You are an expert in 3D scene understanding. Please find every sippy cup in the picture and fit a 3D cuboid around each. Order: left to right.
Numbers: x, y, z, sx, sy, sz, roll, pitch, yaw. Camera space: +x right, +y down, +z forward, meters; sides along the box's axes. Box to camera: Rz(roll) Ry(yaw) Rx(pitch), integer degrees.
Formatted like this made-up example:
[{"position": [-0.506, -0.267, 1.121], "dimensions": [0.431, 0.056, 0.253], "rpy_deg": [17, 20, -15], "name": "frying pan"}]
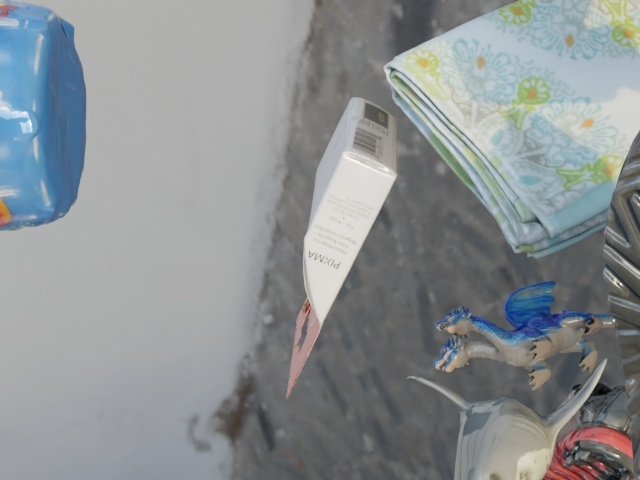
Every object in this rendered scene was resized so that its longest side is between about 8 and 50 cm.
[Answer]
[{"position": [-0.303, -0.096, 1.000], "dimensions": [0.240, 0.224, 0.305], "rpy_deg": [88, -177, -47], "name": "sippy cup"}]

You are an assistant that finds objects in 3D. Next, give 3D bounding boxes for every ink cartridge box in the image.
[{"position": [0.000, 0.000, 1.192], "dimensions": [0.232, 0.066, 0.189], "rpy_deg": [-60, 8, 19], "name": "ink cartridge box"}]

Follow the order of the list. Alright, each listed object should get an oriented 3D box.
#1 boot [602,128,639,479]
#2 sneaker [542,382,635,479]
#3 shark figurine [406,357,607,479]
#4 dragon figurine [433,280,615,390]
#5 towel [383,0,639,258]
[{"position": [0.334, -0.035, 1.059], "dimensions": [0.146, 0.445, 0.367], "rpy_deg": [9, 120, 19], "name": "boot"}, {"position": [0.319, 0.250, 1.613], "dimensions": [0.097, 0.135, 0.276], "rpy_deg": [32, 153, -5], "name": "sneaker"}, {"position": [0.098, 0.144, 0.900], "dimensions": [0.116, 0.166, 0.278], "rpy_deg": [32, 158, 11], "name": "shark figurine"}, {"position": [0.286, 0.110, 1.682], "dimensions": [0.144, 0.289, 0.085], "rpy_deg": [43, 147, 52], "name": "dragon figurine"}, {"position": [0.307, -0.171, 1.599], "dimensions": [0.320, 0.374, 0.090], "rpy_deg": [54, 158, 27], "name": "towel"}]
